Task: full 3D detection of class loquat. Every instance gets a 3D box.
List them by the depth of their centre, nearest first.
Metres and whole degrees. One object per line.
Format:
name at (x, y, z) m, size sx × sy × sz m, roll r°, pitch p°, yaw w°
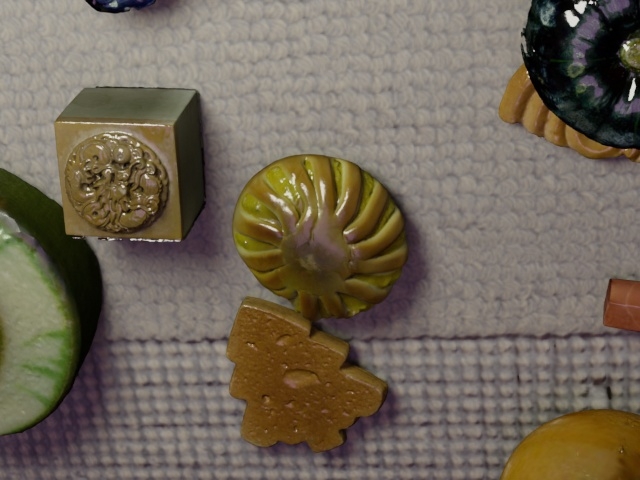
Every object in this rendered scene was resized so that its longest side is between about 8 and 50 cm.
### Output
loquat at (0.337, 0.333, 1.709) m, size 0.263 × 0.263 × 0.263 m, roll 4°, pitch 117°, yaw 8°

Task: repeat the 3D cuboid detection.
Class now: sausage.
sausage at (0.417, 0.085, 1.661) m, size 0.169 × 0.065 × 0.065 m, roll 7°, pitch 117°, yaw 8°

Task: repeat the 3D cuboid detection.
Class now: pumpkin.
pumpkin at (0.320, -0.208, 1.447) m, size 0.233 × 0.163 × 0.233 m, roll 2°, pitch 112°, yaw 5°

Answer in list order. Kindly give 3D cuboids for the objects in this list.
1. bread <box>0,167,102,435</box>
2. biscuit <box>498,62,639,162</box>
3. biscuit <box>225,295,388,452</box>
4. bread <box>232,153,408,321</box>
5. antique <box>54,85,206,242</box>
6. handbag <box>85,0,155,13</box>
bread at (-0.457, 0.079, 1.773) m, size 0.366 × 0.129 × 0.382 m, roll -24°, pitch 111°, yaw 17°
biscuit at (0.321, -0.156, 1.574) m, size 0.224 × 0.033 × 0.145 m, roll 20°, pitch 118°, yaw -1°
biscuit at (-0.036, 0.166, 1.793) m, size 0.212 × 0.041 × 0.239 m, roll -19°, pitch 111°, yaw 25°
bread at (0.000, 0.000, 1.670) m, size 0.213 × 0.105 × 0.213 m, roll 3°, pitch 114°, yaw 7°
antique at (-0.218, -0.084, 1.640) m, size 0.146 × 0.148 × 0.152 m, roll 1°, pitch 114°, yaw 7°
handbag at (-0.227, -0.374, 1.517) m, size 0.162 × 0.113 × 0.260 m, roll -26°, pitch 111°, yaw 27°
